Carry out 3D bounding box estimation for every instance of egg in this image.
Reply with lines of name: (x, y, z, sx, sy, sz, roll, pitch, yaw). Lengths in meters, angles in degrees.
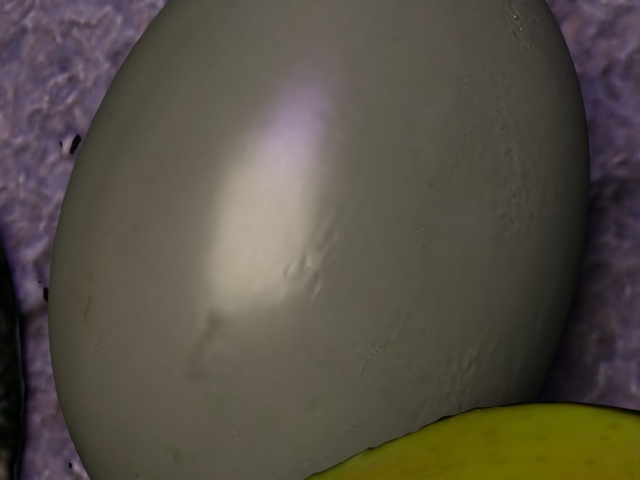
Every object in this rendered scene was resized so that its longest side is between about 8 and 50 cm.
egg: (0.000, 0.000, 0.690, 0.203, 0.203, 0.282, 13, 84, 27)

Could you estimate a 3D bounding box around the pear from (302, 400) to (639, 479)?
pear: (0.058, 0.260, 0.533, 0.399, 0.165, 0.399, 4, 103, 18)

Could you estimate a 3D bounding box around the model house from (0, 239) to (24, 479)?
model house: (-0.317, 0.053, 0.775, 0.271, 0.301, 0.190, -10, 78, 21)
